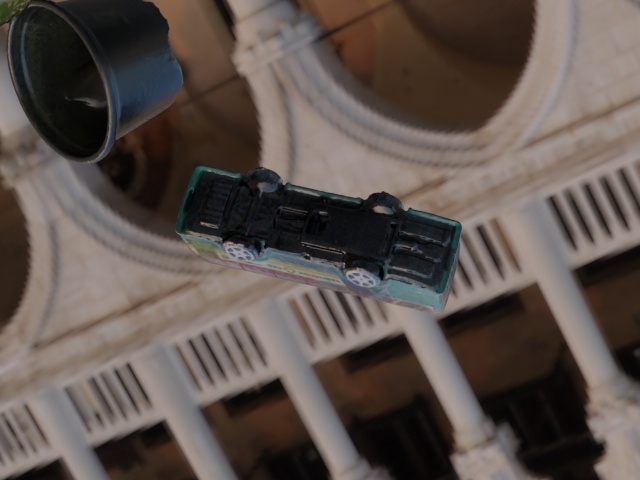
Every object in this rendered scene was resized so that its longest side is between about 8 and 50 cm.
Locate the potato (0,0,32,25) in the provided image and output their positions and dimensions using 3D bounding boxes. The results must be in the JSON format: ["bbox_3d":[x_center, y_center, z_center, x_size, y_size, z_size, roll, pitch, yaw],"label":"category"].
[{"bbox_3d":[-0.263,-0.226,0.910,0.255,0.269,0.112,0,130,-53],"label":"potato"}]

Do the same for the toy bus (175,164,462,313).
[{"bbox_3d":[0.000,0.000,1.431,0.109,0.262,0.091,71,35,-66],"label":"toy bus"}]

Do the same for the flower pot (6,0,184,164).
[{"bbox_3d":[-0.200,-0.159,1.401,0.107,0.157,0.157,-26,-172,-38],"label":"flower pot"}]
